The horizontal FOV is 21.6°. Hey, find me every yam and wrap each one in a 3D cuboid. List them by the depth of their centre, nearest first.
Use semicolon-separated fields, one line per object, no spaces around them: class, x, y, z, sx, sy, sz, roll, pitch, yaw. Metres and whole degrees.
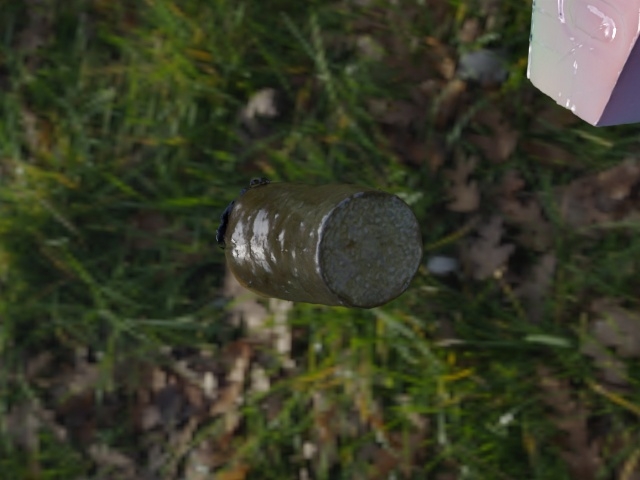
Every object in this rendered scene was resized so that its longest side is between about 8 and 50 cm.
yam;0.001;0.003;1.003;0.127;0.084;0.084;11;93;60

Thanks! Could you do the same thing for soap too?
soap;0.138;-0.126;0.720;0.100;0.056;0.149;-134;40;-55
